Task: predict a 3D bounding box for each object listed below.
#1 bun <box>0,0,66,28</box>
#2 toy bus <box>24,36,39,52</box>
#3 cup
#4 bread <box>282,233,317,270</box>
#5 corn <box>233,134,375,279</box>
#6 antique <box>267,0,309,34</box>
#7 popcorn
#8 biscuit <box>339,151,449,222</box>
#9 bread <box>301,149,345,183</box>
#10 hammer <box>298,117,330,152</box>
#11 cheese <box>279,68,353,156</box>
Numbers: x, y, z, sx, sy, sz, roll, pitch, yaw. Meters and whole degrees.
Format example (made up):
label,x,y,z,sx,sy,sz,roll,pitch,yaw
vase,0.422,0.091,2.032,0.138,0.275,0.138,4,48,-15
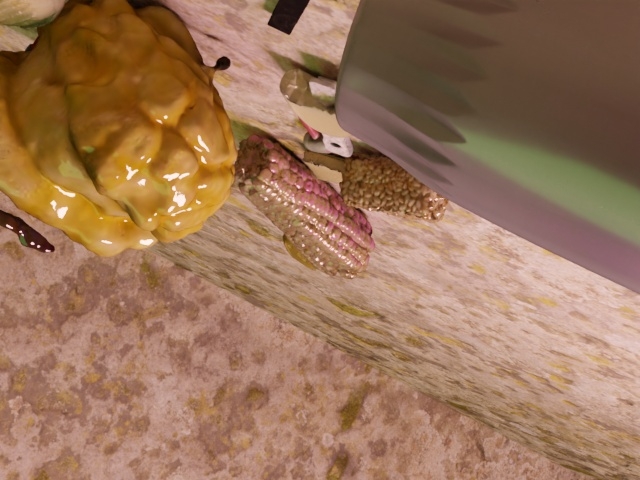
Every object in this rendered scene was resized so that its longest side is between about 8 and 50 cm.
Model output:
label,x,y,z,sx,sy,sz,roll,pitch,yaw
bun,-0.411,-0.350,1.241,0.287,0.146,0.287,14,171,2
toy bus,-0.391,-0.269,1.646,0.081,0.089,0.195,27,168,-8
cup,0.217,-0.107,0.818,0.371,0.253,0.253,25,168,11
bread,-0.006,-0.006,2.015,0.125,0.086,0.156,37,160,-22
corn,-0.022,-0.053,1.797,0.126,0.127,0.335,14,160,39
antique,-0.026,-0.261,1.168,0.031,0.015,0.192,26,167,-7
popcorn,-0.293,-0.132,1.396,0.349,0.381,0.349,46,151,34
biscuit,0.104,-0.076,1.543,0.168,0.082,0.070,13,-177,35
bread,0.050,-0.099,1.654,0.153,0.028,0.068,18,166,25
hammer,-0.011,-0.155,1.546,0.052,0.031,0.083,11,156,35
cheese,0.018,-0.159,1.422,0.127,0.050,0.235,19,168,12
